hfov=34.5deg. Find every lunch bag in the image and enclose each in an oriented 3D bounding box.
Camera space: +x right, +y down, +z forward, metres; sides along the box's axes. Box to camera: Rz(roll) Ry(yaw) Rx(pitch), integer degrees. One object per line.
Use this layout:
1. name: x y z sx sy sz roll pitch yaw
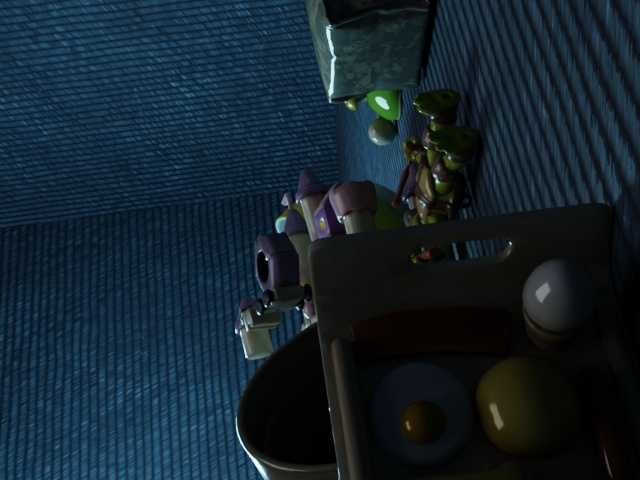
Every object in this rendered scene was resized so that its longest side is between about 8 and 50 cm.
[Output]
1. lunch bag: 0.053 -0.379 1.465 0.235 0.169 0.287 87 171 -70

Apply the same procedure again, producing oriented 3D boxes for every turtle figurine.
1. turtle figurine: 0.143 -0.058 1.249 0.217 0.087 0.269 96 177 -48

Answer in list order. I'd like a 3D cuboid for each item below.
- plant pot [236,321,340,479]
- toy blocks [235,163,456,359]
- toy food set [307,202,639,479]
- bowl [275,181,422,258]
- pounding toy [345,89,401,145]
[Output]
1. plant pot: 0.096 0.267 1.264 0.323 0.323 0.280 -101 -11 -64
2. toy blocks: 0.000 0.000 1.493 0.288 0.309 0.260 131 129 -58
3. toy food set: 0.118 0.120 0.654 0.092 0.220 0.306 85 177 -56
4. bowl: 0.080 -0.009 1.817 0.156 0.289 0.289 -55 -11 -15
5. pounding toy: 0.080 -0.292 1.889 0.237 0.110 0.183 87 175 -65
